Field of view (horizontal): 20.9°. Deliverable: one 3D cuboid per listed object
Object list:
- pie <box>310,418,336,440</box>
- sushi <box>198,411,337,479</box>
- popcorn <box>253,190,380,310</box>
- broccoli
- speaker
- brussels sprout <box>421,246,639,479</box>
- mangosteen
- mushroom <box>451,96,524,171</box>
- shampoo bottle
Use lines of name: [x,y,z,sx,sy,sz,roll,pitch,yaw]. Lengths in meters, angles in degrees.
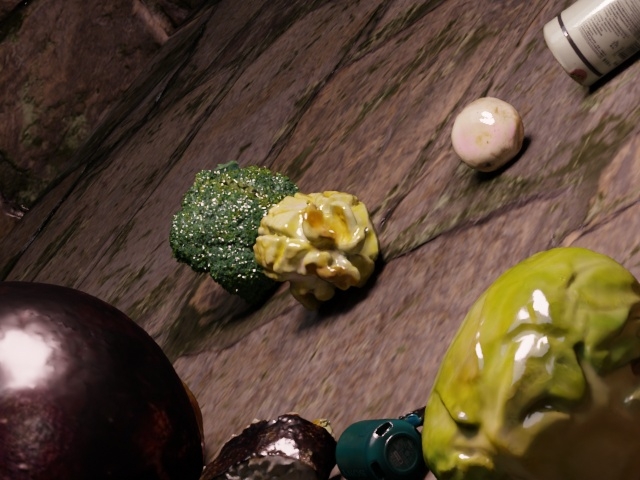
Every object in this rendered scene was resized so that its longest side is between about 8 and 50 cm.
pie: [-0.018,0.205,1.677,0.084,0.020,0.084,-39,16,14]
sushi: [-0.054,0.222,1.600,0.150,0.090,0.078,-36,13,29]
popcorn: [0.000,0.000,1.948,0.135,0.141,0.162,-57,-18,-33]
broccoli: [-0.100,-0.014,2.182,0.195,0.195,0.156,-51,-2,-25]
speaker: [0.066,0.181,1.501,0.094,0.060,0.075,-12,0,-29]
brussels sprout: [0.160,0.107,1.251,0.223,0.161,0.223,-38,10,8]
mangosteen: [-0.292,0.234,1.749,0.382,0.382,0.435,-42,-22,3]
mushroom: [0.186,-0.116,1.915,0.083,0.083,0.067,-38,-23,18]
shampoo bottle: [0.364,-0.271,1.852,0.262,0.085,0.085,-36,18,23]
